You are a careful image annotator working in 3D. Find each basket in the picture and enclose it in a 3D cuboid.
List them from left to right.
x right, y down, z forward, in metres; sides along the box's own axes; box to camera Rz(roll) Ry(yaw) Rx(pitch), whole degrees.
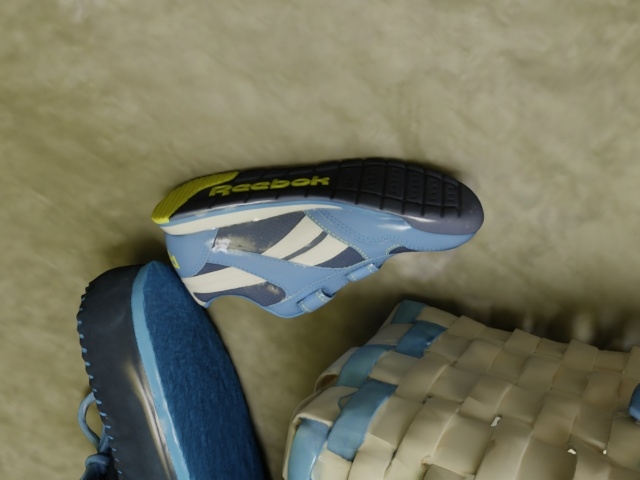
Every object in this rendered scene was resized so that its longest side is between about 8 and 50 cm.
[{"bbox_3d":[0.119,0.172,0.360,0.289,0.201,0.255,17,115,15],"label":"basket"}]

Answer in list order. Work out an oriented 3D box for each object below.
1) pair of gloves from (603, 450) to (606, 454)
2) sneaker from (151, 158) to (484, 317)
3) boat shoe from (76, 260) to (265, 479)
[{"bbox_3d":[0.184,0.123,0.447,0.074,0.010,0.083,-20,113,18],"label":"pair of gloves"},{"bbox_3d":[0.000,0.000,0.384,0.144,0.053,0.059,-2,114,15],"label":"sneaker"},{"bbox_3d":[-0.078,0.135,0.422,0.089,0.109,0.258,-8,112,12],"label":"boat shoe"}]
